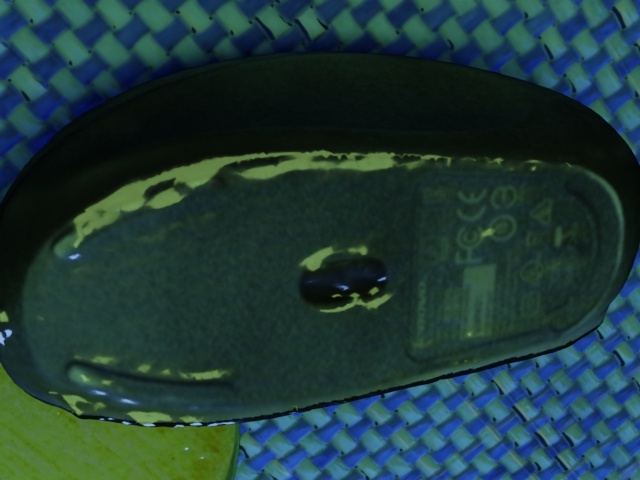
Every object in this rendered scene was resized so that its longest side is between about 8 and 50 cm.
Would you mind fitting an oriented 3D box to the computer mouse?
[{"bbox_3d":[-0.001,0.000,0.708,0.374,0.114,0.203,-5,119,-14],"label":"computer mouse"}]

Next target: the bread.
[{"bbox_3d":[-0.160,0.132,0.771,0.228,0.033,0.228,-7,118,-13],"label":"bread"}]
